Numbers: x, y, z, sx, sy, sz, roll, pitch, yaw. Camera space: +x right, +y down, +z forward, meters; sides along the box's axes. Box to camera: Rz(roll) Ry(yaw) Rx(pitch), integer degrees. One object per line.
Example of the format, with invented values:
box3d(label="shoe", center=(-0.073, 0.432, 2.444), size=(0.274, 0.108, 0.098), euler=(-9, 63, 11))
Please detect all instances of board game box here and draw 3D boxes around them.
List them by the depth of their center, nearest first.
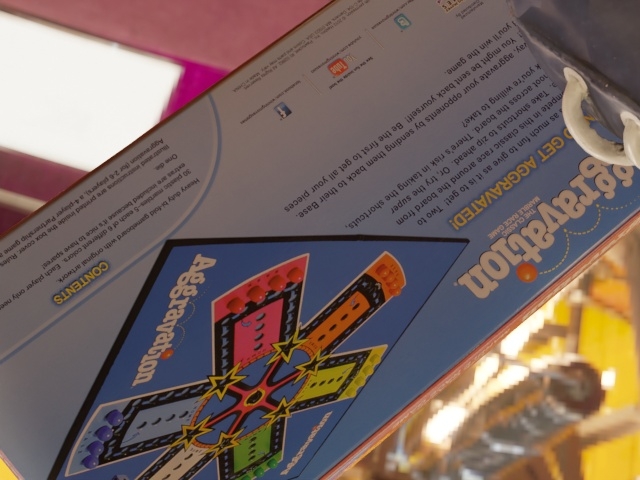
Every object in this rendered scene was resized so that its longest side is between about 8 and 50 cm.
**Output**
box3d(label="board game box", center=(0.000, 0.000, 0.590), size=(0.145, 0.281, 0.027), euler=(48, 161, 15))

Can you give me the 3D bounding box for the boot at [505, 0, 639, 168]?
box3d(label="boot", center=(0.091, -0.025, 0.318), size=(0.086, 0.190, 0.069), euler=(-10, -177, 35))
